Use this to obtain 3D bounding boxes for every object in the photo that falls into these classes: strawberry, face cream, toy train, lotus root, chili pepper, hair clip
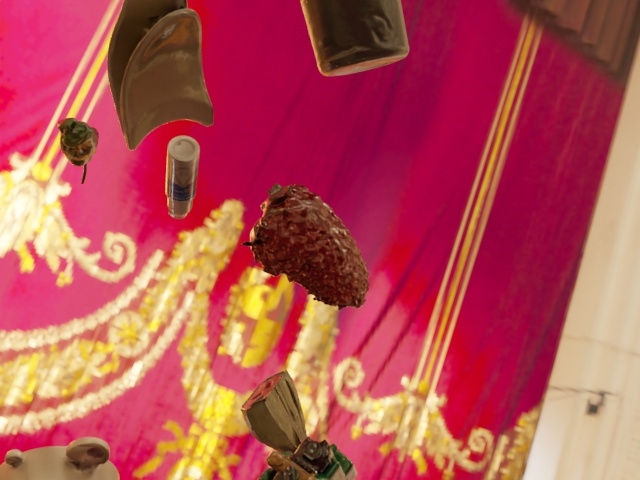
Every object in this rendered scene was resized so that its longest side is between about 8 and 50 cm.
[{"bbox_3d":[0.001,-0.003,1.428,0.208,0.167,0.087,26,-37,-9],"label":"strawberry"},{"bbox_3d":[-0.151,-0.063,1.053,0.034,0.034,0.130,20,-31,0],"label":"face cream"},{"bbox_3d":[-0.014,0.348,1.412,0.091,0.136,0.227,31,-22,24],"label":"toy train"},{"bbox_3d":[-0.081,0.326,1.759,0.070,0.144,0.143,-24,1,21],"label":"lotus root"},{"bbox_3d":[-0.439,-0.176,1.762,0.072,0.073,0.204,39,-16,-1],"label":"chili pepper"},{"bbox_3d":[-0.265,-0.306,1.606,0.113,0.172,0.282,45,-37,31],"label":"hair clip"}]

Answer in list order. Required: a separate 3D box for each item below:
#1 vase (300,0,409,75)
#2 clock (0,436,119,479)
[{"bbox_3d":[0.047,-0.471,1.859,0.245,0.291,0.245,-11,4,1],"label":"vase"},{"bbox_3d":[-0.315,0.311,1.150,0.155,0.063,0.229,22,-57,-30],"label":"clock"}]
